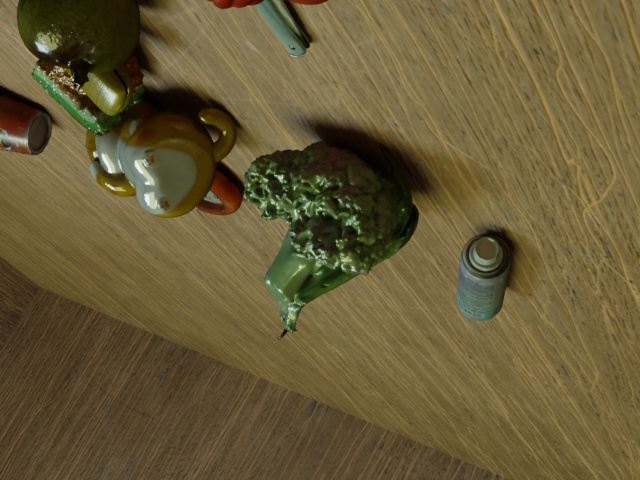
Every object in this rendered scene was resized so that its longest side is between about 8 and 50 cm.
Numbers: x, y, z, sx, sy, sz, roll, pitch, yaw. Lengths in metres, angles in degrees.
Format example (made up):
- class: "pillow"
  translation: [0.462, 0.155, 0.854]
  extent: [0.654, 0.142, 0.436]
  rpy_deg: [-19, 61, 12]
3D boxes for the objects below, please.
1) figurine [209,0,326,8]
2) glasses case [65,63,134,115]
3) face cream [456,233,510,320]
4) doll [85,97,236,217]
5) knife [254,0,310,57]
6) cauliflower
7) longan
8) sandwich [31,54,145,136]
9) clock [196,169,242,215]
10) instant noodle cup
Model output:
- class: "figurine"
  translation: [-0.075, -0.311, 1.123]
  extent: [0.257, 0.181, 0.208]
  rpy_deg: [31, 124, -11]
- class: "glasses case"
  translation: [-0.343, -0.281, 1.698]
  extent: [0.234, 0.064, 0.079]
  rpy_deg: [52, 141, 7]
- class: "face cream"
  translation: [0.241, 0.052, 1.793]
  extent: [0.075, 0.075, 0.229]
  rpy_deg: [26, 163, 13]
- class: "doll"
  translation: [-0.272, -0.141, 1.910]
  extent: [0.270, 0.162, 0.166]
  rpy_deg: [21, 128, 42]
- class: "knife"
  translation: [-0.054, -0.273, 1.422]
  extent: [0.044, 0.023, 0.162]
  rpy_deg: [12, 156, 34]
- class: "cauliflower"
  translation: [0.000, 0.000, 1.697]
  extent: [0.239, 0.315, 0.256]
  rpy_deg: [29, -172, -37]
- class: "longan"
  translation: [-0.316, -0.280, 1.582]
  extent: [0.155, 0.176, 0.145]
  rpy_deg: [-2, 161, 16]
- class: "sandwich"
  translation: [-0.360, -0.260, 1.812]
  extent: [0.185, 0.109, 0.160]
  rpy_deg: [34, 159, 19]
- class: "clock"
  translation: [-0.231, -0.111, 2.140]
  extent: [0.205, 0.051, 0.205]
  rpy_deg: [26, 163, 8]
- class: "instant noodle cup"
  translation: [-0.599, -0.221, 2.332]
  extent: [0.136, 0.127, 0.127]
  rpy_deg: [16, 160, 15]
